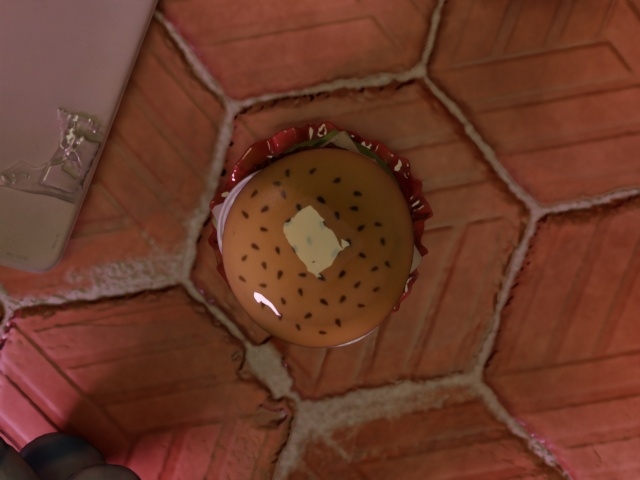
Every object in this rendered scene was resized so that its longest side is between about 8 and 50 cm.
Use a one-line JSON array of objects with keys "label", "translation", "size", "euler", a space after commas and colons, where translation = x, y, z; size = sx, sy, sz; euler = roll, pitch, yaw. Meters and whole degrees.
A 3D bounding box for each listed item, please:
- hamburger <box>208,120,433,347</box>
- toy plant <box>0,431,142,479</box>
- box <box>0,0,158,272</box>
[{"label": "hamburger", "translation": [-0.003, 0.001, 0.759], "size": [0.175, 0.137, 0.175], "euler": [0, 102, 2]}, {"label": "toy plant", "translation": [-0.184, 0.266, 0.756], "size": [0.247, 0.247, 0.332], "euler": [-34, 104, 6]}, {"label": "box", "translation": [-0.214, -0.119, 0.753], "size": [0.142, 0.044, 0.285], "euler": [17, 101, -33]}]
